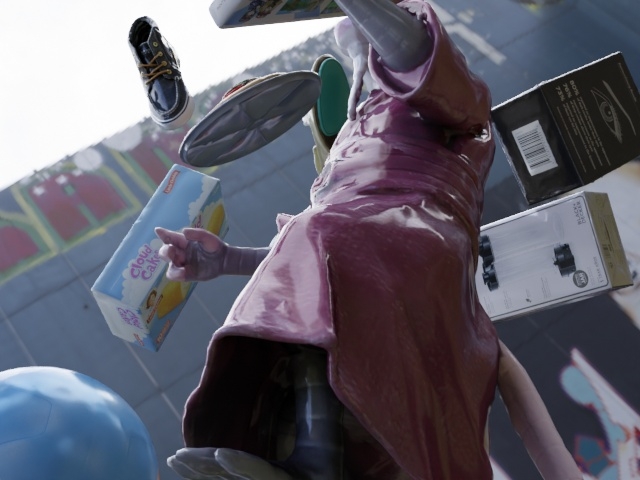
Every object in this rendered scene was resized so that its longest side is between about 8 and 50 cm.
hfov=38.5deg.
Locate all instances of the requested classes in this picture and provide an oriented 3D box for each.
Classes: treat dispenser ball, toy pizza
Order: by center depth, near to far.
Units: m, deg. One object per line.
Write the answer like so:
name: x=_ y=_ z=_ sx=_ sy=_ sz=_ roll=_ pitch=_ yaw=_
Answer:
treat dispenser ball: x=-0.331 y=0.291 z=1.060 sx=0.288 sy=0.288 sz=0.288 roll=-30 pitch=-33 yaw=-22
toy pizza: x=-0.089 y=-0.156 z=1.141 sx=0.201 sy=0.032 sz=0.201 roll=-29 pitch=-10 yaw=-6

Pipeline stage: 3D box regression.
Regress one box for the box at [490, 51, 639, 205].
box: x=0.365 y=-0.161 z=1.312 sx=0.207 sy=0.153 sz=0.108 roll=-24 pitch=1 yaw=-36

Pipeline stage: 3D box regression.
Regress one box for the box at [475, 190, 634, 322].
box: x=0.367 y=0.037 z=1.576 sx=0.290 sy=0.169 sz=0.087 roll=-23 pitch=-14 yaw=40

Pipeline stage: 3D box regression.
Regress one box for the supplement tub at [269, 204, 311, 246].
supplement tub: x=0.000 y=0.000 z=0.957 sx=0.071 sy=0.071 sz=0.107 roll=-9 pitch=-22 yaw=-44

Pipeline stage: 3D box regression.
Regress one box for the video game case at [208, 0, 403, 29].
video game case: x=0.074 y=-0.348 z=1.022 sx=0.329 sy=0.036 sz=0.300 roll=-20 pitch=-13 yaw=-44

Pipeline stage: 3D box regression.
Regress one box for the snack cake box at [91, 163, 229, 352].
snack cake box: x=-0.252 y=0.027 z=1.488 sx=0.152 sy=0.089 sz=0.264 roll=89 pitch=-155 yaw=-58

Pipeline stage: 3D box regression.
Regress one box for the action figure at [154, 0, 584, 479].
action figure: x=0.050 y=-0.005 z=0.495 sx=0.248 sy=0.276 sz=0.370 roll=116 pitch=174 yaw=-51

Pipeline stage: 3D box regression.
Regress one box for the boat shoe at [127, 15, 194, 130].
boat shoe: x=-0.230 y=-0.235 z=1.282 sx=0.065 sy=0.183 sz=0.083 roll=-26 pitch=-42 yaw=7

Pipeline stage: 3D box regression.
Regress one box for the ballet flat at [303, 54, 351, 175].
ballet flat: x=0.013 y=-0.164 z=1.430 sx=0.086 sy=0.086 sz=0.248 roll=-24 pitch=-70 yaw=-29
